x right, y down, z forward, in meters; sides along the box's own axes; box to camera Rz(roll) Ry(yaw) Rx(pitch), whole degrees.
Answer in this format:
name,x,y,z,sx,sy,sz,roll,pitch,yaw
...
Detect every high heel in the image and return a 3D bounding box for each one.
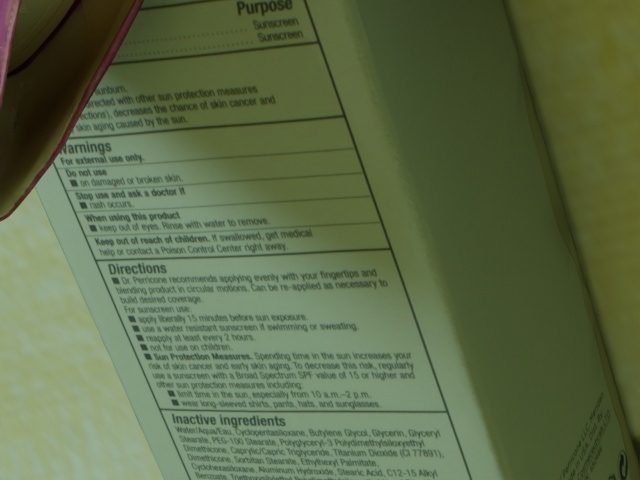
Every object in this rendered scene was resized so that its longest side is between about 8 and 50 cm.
name,x,y,z,sx,sy,sz,roll,pitch,yaw
high heel,-0.047,-0.107,0.549,0.244,0.082,0.117,-33,65,32

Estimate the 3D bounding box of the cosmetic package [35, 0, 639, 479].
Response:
name,x,y,z,sx,sy,sz,roll,pitch,yaw
cosmetic package,0.000,0.000,0.727,0.160,0.113,0.309,-1,122,30
